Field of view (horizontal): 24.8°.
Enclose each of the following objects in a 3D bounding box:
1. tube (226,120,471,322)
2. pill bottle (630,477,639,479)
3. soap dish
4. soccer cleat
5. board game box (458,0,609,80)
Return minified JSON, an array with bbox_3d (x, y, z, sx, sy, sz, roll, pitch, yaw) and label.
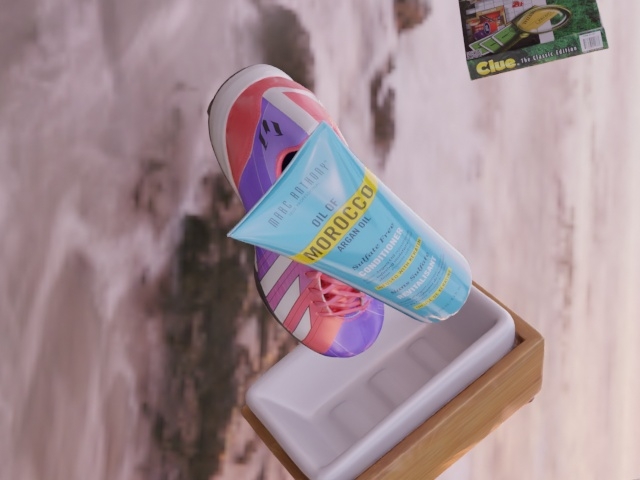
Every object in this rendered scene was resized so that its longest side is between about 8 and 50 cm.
[{"bbox_3d":[0.025,-0.003,0.856,0.080,0.052,0.207,-53,145,4],"label":"tube"},{"bbox_3d":[0.315,0.379,1.576,0.210,0.362,0.210,163,-90,-89],"label":"pill bottle"},{"bbox_3d":[0.081,0.163,1.571,0.118,0.291,0.229,57,-9,-33],"label":"soap dish"},{"bbox_3d":[0.000,0.000,1.233,0.108,0.116,0.318,-35,131,-17],"label":"soccer cleat"},{"bbox_3d":[0.206,-0.255,1.475,0.260,0.136,0.030,-90,166,-52],"label":"board game box"}]
